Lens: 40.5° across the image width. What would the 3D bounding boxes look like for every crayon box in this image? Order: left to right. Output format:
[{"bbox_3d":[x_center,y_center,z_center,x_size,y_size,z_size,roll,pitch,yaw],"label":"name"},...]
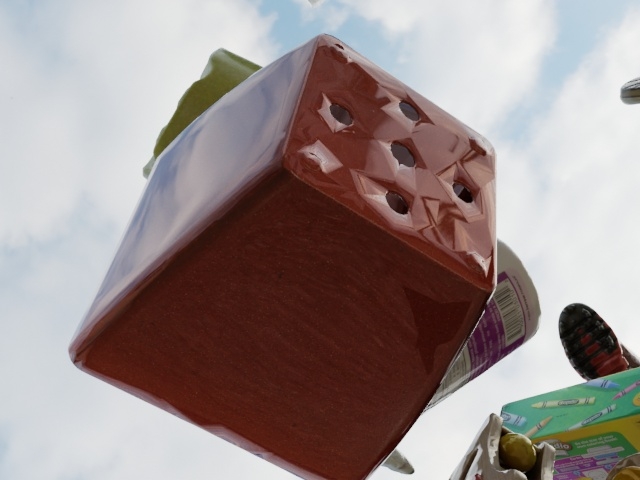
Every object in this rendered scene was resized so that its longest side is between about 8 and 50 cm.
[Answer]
[{"bbox_3d":[0.405,0.276,1.206,0.165,0.278,0.081,44,-136,-21],"label":"crayon box"}]

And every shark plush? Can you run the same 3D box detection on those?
[{"bbox_3d":[0.098,0.376,1.511,0.067,0.161,0.073,34,-116,-20],"label":"shark plush"}]

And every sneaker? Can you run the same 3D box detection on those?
[{"bbox_3d":[0.528,0.228,1.575,0.097,0.135,0.276,-38,-97,22],"label":"sneaker"}]

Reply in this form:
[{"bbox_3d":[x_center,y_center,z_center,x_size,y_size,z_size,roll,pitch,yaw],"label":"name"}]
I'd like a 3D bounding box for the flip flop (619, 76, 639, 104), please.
[{"bbox_3d":[0.580,-0.205,1.285,0.112,0.277,0.080,-28,-65,-43],"label":"flip flop"}]

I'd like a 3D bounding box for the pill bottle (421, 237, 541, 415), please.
[{"bbox_3d":[0.109,0.120,1.059,0.301,0.169,0.169,-28,-73,-25],"label":"pill bottle"}]

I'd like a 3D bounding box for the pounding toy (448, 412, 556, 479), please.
[{"bbox_3d":[0.143,0.246,0.807,0.155,0.269,0.154,30,-64,2],"label":"pounding toy"}]

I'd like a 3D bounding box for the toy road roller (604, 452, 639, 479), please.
[{"bbox_3d":[0.480,0.253,0.879,0.202,0.329,0.241,19,-93,-44],"label":"toy road roller"}]

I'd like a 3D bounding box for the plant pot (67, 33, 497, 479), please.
[{"bbox_3d":[0.000,0.000,0.707,0.267,0.267,0.236,31,-50,-16],"label":"plant pot"}]

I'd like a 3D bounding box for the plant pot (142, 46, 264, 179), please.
[{"bbox_3d":[-0.061,-0.087,1.038,0.254,0.276,0.276,31,-92,-8],"label":"plant pot"}]

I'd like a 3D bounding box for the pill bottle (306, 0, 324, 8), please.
[{"bbox_3d":[0.081,-0.553,1.320,0.392,0.224,0.224,-39,-70,8],"label":"pill bottle"}]
